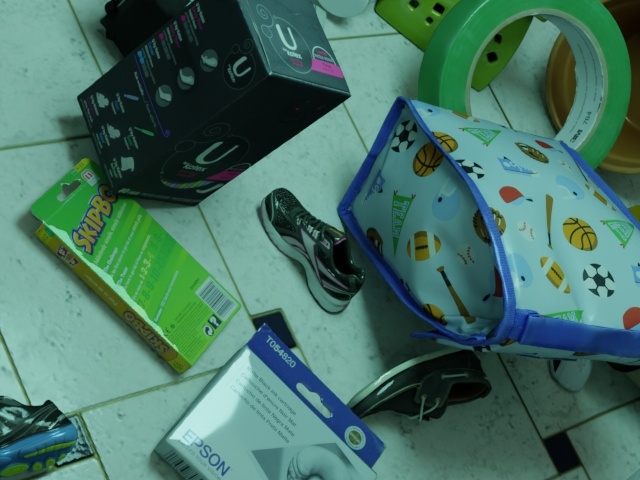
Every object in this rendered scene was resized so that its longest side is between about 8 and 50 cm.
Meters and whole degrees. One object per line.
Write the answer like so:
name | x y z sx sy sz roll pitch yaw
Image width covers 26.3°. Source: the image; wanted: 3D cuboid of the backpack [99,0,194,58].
backpack | -0.163 -0.298 1.769 0.144 0.166 0.188 51 47 -1

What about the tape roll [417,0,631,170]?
tape roll | 0.302 -0.224 2.015 0.321 0.077 0.321 -5 103 -22

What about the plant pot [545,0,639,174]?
plant pot | 0.538 -0.259 2.240 0.291 0.291 0.203 60 28 10

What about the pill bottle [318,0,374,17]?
pill bottle | 0.060 -0.421 2.065 0.112 0.112 0.187 39 46 -12

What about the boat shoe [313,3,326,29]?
boat shoe | -0.051 -0.258 1.904 0.081 0.079 0.227 24 45 -13

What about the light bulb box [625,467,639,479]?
light bulb box | 0.450 0.521 1.592 0.361 0.225 0.358 40 20 -10

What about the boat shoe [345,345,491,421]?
boat shoe | 0.129 0.190 1.737 0.233 0.084 0.079 -12 66 -44

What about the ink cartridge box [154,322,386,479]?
ink cartridge box | -0.043 0.235 1.577 0.223 0.045 0.224 45 53 -6

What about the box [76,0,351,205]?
box | -0.128 -0.170 1.618 0.165 0.270 0.143 5 57 -54

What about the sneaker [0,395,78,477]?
sneaker | -0.340 0.201 1.386 0.188 0.067 0.078 -6 45 -39

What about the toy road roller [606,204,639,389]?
toy road roller | 0.556 0.091 2.005 0.202 0.240 0.330 43 41 -30

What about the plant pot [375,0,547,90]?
plant pot | 0.250 -0.416 2.144 0.228 0.207 0.227 34 47 -15

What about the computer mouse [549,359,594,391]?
computer mouse | 0.375 0.132 1.999 0.106 0.042 0.193 27 49 -24

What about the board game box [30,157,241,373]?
board game box | -0.219 0.027 1.606 0.259 0.039 0.124 47 43 -7

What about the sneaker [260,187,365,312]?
sneaker | 0.000 0.000 1.765 0.178 0.077 0.072 52 43 3

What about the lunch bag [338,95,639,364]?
lunch bag | 0.254 0.023 1.782 0.327 0.239 0.385 8 30 -34
